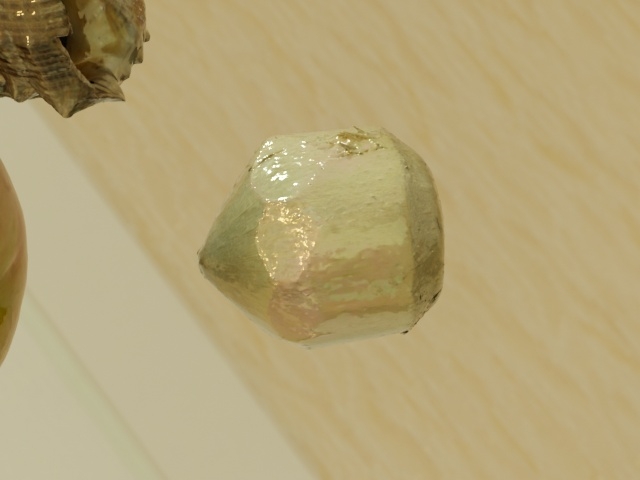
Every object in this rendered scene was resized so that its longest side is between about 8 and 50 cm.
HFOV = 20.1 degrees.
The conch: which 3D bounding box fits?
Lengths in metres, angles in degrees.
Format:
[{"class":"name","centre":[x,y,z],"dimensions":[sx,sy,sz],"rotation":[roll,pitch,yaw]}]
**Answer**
[{"class":"conch","centre":[-0.209,-0.186,1.368],"dimensions":[0.163,0.178,0.245],"rotation":[-31,-41,-17]}]

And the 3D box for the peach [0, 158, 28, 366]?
[{"class":"peach","centre":[-0.460,0.011,1.621],"dimensions":[0.388,0.388,0.388],"rotation":[-35,-16,-11]}]

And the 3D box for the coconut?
[{"class":"coconut","centre":[0.000,0.000,1.733],"dimensions":[0.234,0.224,0.224],"rotation":[-1,-26,-11]}]
